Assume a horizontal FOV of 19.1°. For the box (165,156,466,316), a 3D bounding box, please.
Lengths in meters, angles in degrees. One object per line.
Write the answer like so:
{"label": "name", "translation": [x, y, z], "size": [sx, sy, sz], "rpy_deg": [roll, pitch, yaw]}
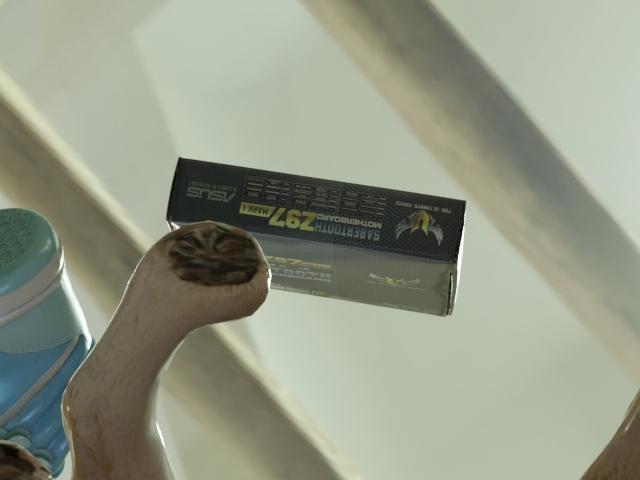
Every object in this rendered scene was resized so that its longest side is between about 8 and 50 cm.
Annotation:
{"label": "box", "translation": [0.000, 0.000, 1.545], "size": [0.232, 0.183, 0.059], "rpy_deg": [8, -105, 4]}

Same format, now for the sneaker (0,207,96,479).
{"label": "sneaker", "translation": [-0.302, 0.132, 1.403], "size": [0.319, 0.208, 0.127], "rpy_deg": [-26, -144, -2]}

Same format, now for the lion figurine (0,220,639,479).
{"label": "lion figurine", "translation": [0.025, 0.122, 0.552], "size": [0.142, 0.392, 0.240], "rpy_deg": [-100, -162, -52]}
